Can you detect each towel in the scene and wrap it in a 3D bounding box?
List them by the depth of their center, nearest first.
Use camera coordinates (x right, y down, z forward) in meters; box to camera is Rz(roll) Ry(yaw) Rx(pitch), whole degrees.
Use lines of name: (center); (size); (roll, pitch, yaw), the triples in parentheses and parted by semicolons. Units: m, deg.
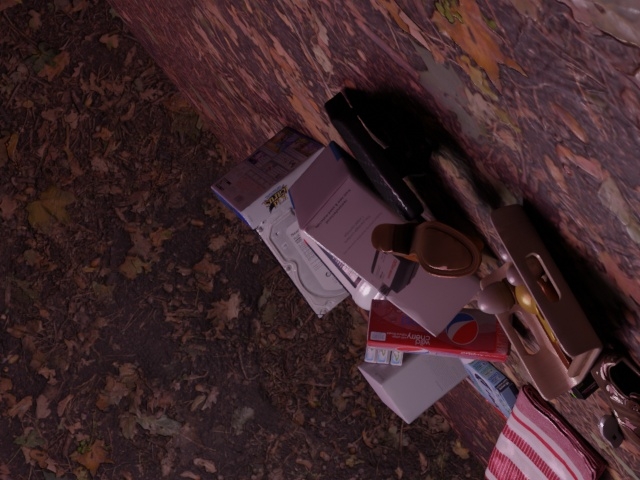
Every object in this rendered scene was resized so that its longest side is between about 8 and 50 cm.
towel: (0.468, 0.493, 2.148); (0.237, 0.037, 0.329); (48, 143, 33)

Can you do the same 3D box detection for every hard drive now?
hard drive: (0.000, 0.000, 2.430); (0.339, 0.237, 0.064); (57, 171, -33)

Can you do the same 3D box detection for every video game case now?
video game case: (-0.116, -0.152, 2.355); (0.061, 0.244, 0.269); (53, 173, -25)

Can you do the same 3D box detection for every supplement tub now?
supplement tub: (0.103, 0.017, 2.024); (0.272, 0.191, 0.191); (49, 173, 19)

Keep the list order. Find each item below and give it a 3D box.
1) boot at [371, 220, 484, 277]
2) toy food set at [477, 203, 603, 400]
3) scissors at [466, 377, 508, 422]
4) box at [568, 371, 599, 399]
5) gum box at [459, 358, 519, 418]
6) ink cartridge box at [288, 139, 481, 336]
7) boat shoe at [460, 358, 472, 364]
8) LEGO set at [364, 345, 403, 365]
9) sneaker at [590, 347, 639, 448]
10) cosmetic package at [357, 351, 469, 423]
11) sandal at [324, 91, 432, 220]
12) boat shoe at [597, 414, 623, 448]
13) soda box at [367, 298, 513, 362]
boot: (0.189, 0.009, 1.441); (0.152, 0.073, 0.197); (6, -170, -43)
toy food set: (0.294, 0.101, 1.425); (0.220, 0.092, 0.306); (64, 178, 20)
scissors: (0.453, 0.433, 2.618); (0.109, 0.021, 0.297); (53, 172, -28)
box: (0.408, 0.207, 1.606); (0.083, 0.052, 0.062); (53, 174, 1)
gum box: (0.414, 0.350, 2.358); (0.157, 0.041, 0.184); (56, 171, -34)
ink cartridge box: (0.107, -0.006, 1.711); (0.307, 0.129, 0.223); (39, -170, -19)
boat shoe: (0.319, 0.201, 2.066); (0.076, 0.080, 0.228); (57, 173, 8)
LEGO set: (0.165, 0.193, 2.573); (0.060, 0.244, 0.182); (14, 171, -24)
sneaker: (0.451, 0.235, 1.415); (0.188, 0.066, 0.071); (51, 172, 0)
cosmetic package: (0.245, 0.333, 2.609); (0.138, 0.224, 0.224); (53, 172, -13)
sandal: (0.096, -0.167, 1.588); (0.168, 0.107, 0.446); (53, -174, -23)
boat shoe: (0.495, 0.324, 1.730); (0.035, 0.035, 0.100); (41, 174, 44)
soda box: (0.220, 0.169, 1.859); (0.263, 0.084, 0.092); (6, 165, 5)
